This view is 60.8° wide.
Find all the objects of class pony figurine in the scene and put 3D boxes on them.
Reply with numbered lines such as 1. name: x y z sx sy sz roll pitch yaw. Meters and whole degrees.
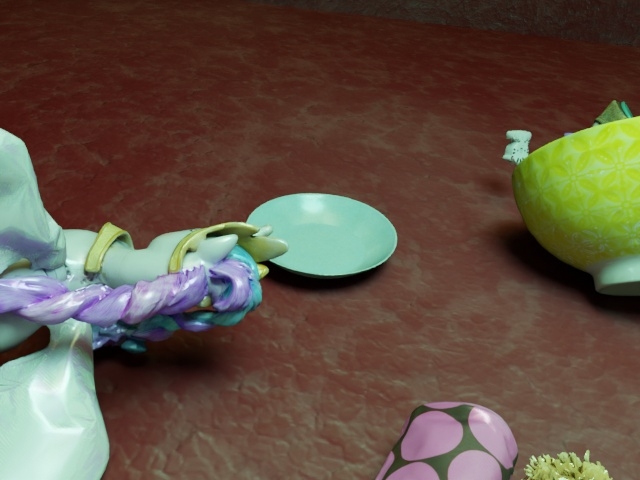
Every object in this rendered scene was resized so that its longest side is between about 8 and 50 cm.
1. pony figurine: -0.246 0.044 0.428 0.363 0.303 0.351 3 21 24

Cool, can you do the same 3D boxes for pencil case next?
1. pencil case: 0.061 0.199 0.364 0.098 0.095 0.209 -10 17 38

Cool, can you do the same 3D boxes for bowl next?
1. bowl: 0.385 -0.019 0.652 0.289 0.289 0.156 3 75 -4

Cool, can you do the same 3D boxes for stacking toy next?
1. stacking toy: 0.406 -0.131 0.803 0.221 0.052 0.167 -3 13 -25

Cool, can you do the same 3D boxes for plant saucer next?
1. plant saucer: 0.000 0.000 0.705 0.194 0.038 0.195 4 32 -3

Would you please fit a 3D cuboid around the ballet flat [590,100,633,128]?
1. ballet flat: 0.537 -0.162 0.984 0.123 0.123 0.349 10 32 7

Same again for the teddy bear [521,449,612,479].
1. teddy bear: 0.253 0.247 0.282 0.337 0.113 0.245 2 55 11
